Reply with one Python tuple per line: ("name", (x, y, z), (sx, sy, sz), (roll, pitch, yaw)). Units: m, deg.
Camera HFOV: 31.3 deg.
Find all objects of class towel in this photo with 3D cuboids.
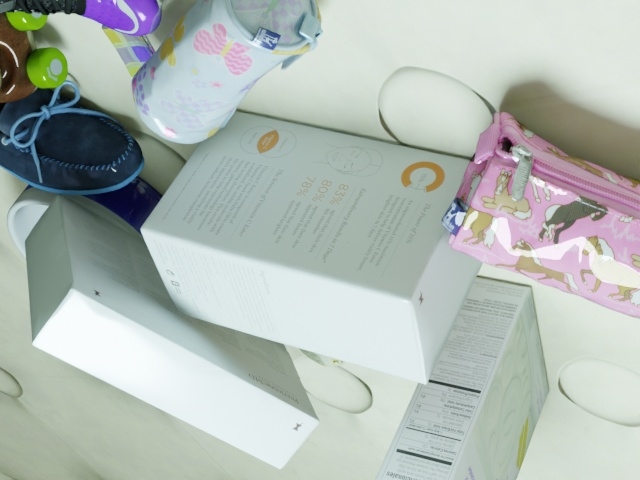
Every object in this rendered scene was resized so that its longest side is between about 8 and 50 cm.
("towel", (-0.233, -0.236, 1.416), (0.060, 0.009, 0.083), (4, 139, 33))

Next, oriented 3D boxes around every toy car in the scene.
("toy car", (-0.438, -0.219, 1.409), (0.155, 0.188, 0.149), (1, 118, 32))

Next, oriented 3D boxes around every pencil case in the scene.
("pencil case", (-0.109, -0.205, 1.270), (0.124, 0.114, 0.273), (17, 154, -27))
("pencil case", (0.325, 0.005, 1.178), (0.386, 0.167, 0.160), (24, 109, 9))

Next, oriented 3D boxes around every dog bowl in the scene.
("dog bowl", (-0.331, -0.004, 1.720), (0.264, 0.104, 0.265), (20, 147, 14))

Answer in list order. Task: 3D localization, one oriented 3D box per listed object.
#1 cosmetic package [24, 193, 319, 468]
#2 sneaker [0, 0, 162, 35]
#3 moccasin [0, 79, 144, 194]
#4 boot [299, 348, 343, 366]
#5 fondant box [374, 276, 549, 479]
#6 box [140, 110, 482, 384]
("cosmetic package", (-0.201, 0.116, 1.502), (0.377, 0.097, 0.284), (32, -169, -26))
("sneaker", (-0.327, -0.293, 1.287), (0.293, 0.146, 0.102), (31, 147, -1))
("moccasin", (-0.400, -0.153, 1.546), (0.341, 0.138, 0.117), (15, 140, 21))
("boot", (0.015, 0.114, 1.635), (0.213, 0.077, 0.165), (7, 140, 43))
("fondant box", (0.188, 0.248, 1.448), (0.096, 0.330, 0.238), (11, 143, 27))
("box", (0.000, 0.000, 1.367), (0.345, 0.215, 0.168), (14, 145, 24))
